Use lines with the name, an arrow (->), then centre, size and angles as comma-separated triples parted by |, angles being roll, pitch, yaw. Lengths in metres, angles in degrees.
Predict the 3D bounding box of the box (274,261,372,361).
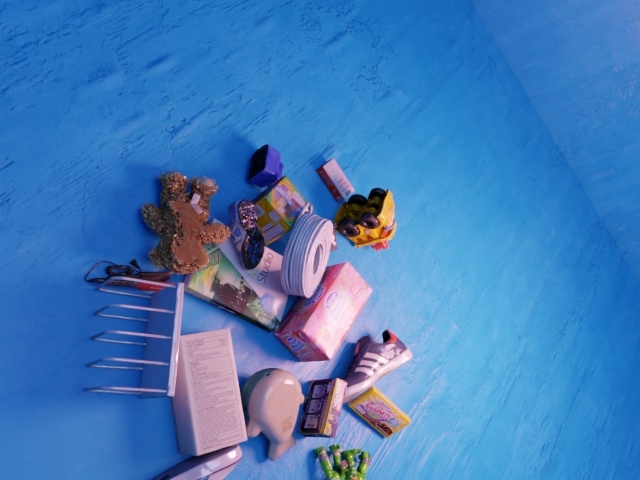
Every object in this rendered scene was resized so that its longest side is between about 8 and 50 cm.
box -> 0.013, 0.225, 1.913 | 0.142, 0.154, 0.300 | 50, 54, -20

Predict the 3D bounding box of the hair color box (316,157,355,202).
hair color box -> 0.054, -0.213, 2.145 | 0.072, 0.043, 0.141 | -42, 103, -38

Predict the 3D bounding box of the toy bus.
toy bus -> 0.188, -0.054, 2.100 | 0.211, 0.220, 0.149 | 46, 49, -27

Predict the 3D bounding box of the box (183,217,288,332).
box -> -0.234, 0.107, 1.814 | 0.322, 0.059, 0.232 | 30, 60, -27

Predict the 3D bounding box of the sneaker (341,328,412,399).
sneaker -> 0.135, 0.409, 1.995 | 0.350, 0.131, 0.148 | -24, 73, -35

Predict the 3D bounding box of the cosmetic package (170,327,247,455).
cosmetic package -> -0.313, 0.403, 1.632 | 0.160, 0.113, 0.309 | -3, 79, -39

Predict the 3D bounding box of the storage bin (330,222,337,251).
storage bin -> 0.000, 0.000, 2.015 | 0.135, 0.098, 0.090 | -20, 101, -40

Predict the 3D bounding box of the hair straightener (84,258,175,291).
hair straightener -> -0.509, 0.094, 1.617 | 0.231, 0.047, 0.089 | 3, 46, -31

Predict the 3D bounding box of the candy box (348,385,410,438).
candy box -> 0.196, 0.567, 1.994 | 0.206, 0.105, 0.027 | 45, 14, -24

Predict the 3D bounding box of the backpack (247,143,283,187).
backpack -> -0.173, -0.238, 1.941 | 0.101, 0.098, 0.120 | 30, 47, -39

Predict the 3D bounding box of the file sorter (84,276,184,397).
file sorter -> -0.467, 0.245, 1.504 | 0.173, 0.193, 0.277 | 12, 70, -33

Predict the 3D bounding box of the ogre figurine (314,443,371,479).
ogre figurine -> 0.077, 0.704, 1.874 | 0.197, 0.097, 0.118 | 35, 39, -44

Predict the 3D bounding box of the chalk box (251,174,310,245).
chalk box -> -0.132, -0.102, 1.886 | 0.132, 0.132, 0.213 | 52, 35, -10

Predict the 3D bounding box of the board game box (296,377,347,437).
board game box -> 0.005, 0.508, 1.836 | 0.048, 0.141, 0.170 | 31, 61, -28

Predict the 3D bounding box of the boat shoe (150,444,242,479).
boat shoe -> -0.342, 0.658, 1.521 | 0.367, 0.136, 0.156 | -21, 91, -37

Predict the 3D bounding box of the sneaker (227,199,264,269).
sneaker -> -0.222, -0.018, 1.781 | 0.080, 0.081, 0.211 | -16, 104, -42

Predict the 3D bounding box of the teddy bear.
teddy bear -> -0.382, -0.052, 1.697 | 0.245, 0.113, 0.337 | -3, 64, -33

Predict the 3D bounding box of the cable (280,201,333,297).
cable -> -0.037, 0.047, 1.839 | 0.257, 0.089, 0.257 | 85, 24, -50

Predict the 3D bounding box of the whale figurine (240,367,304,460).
whale figurine -> -0.145, 0.494, 1.749 | 0.216, 0.141, 0.271 | -28, 120, -40
